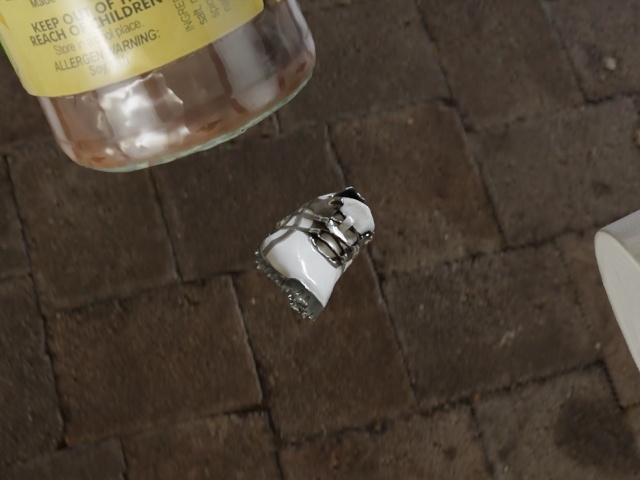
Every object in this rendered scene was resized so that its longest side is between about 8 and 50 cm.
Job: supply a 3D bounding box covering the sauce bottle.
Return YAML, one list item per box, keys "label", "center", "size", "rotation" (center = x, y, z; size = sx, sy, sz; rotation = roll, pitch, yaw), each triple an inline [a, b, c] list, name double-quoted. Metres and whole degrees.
- label: "sauce bottle"
  center: [-0.108, -0.193, 0.467]
  size: [0.111, 0.344, 0.111]
  rotation: [-19, 22, 8]

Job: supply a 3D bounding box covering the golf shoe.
- label: "golf shoe"
  center: [0.000, 0.000, 1.231]
  size: [0.094, 0.198, 0.077]
  rotation: [-39, 105, 14]

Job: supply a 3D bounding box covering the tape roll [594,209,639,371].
- label: "tape roll"
  center: [0.337, 0.150, 1.115]
  size: [0.072, 0.392, 0.392]
  rotation: [-27, 65, 2]
